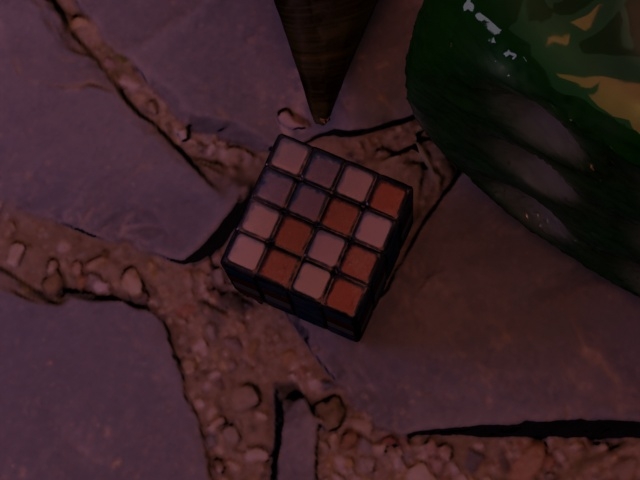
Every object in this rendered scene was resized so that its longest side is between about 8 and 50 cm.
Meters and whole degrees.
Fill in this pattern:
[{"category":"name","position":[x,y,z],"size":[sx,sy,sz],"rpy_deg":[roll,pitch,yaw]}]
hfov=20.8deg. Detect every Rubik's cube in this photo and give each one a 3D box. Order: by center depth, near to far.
[{"category":"Rubik's cube","position":[0.000,0.000,1.097],"size":[0.092,0.092,0.092],"rpy_deg":[23,80,8]}]

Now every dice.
[{"category":"dice","position":[0.235,-0.130,1.012],"size":[0.287,0.297,0.300],"rpy_deg":[29,82,10]}]

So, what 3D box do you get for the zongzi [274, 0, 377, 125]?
[{"category":"zongzi","position":[0.068,-0.227,1.151],"size":[0.247,0.111,0.241],"rpy_deg":[-19,96,-7]}]
